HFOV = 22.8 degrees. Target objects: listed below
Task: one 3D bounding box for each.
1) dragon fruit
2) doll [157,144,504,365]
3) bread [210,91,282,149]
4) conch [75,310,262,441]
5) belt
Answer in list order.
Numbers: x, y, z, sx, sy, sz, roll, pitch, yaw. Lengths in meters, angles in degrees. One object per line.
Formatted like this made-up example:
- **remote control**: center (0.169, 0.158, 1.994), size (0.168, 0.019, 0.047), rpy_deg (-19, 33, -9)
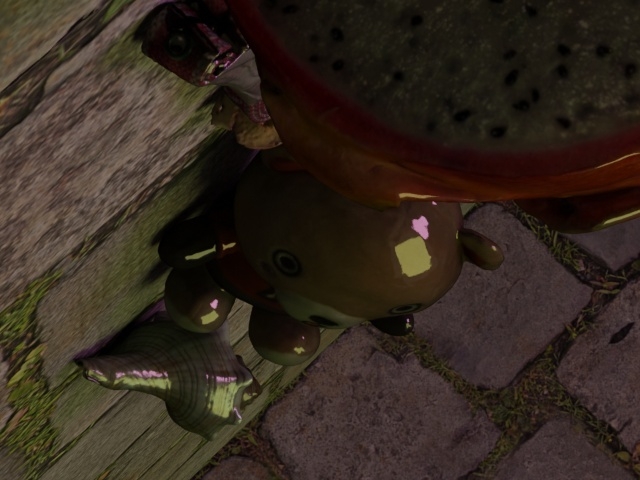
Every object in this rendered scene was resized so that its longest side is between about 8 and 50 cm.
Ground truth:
- **dragon fruit**: center (0.092, -0.148, 0.727), size (0.305, 0.305, 0.226), rpy_deg (-46, 176, 3)
- **doll**: center (0.000, 0.000, 1.357), size (0.330, 0.235, 0.174), rpy_deg (-25, -140, 61)
- **bread**: center (0.006, -0.128, 1.191), size (0.119, 0.067, 0.192), rpy_deg (-38, 175, 26)
- **conch**: center (-0.142, 0.119, 1.554), size (0.137, 0.234, 0.114), rpy_deg (2, -113, 58)
- **belt**: center (-0.050, -0.120, 1.012), size (0.071, 0.053, 0.232), rpy_deg (-39, 173, 8)
